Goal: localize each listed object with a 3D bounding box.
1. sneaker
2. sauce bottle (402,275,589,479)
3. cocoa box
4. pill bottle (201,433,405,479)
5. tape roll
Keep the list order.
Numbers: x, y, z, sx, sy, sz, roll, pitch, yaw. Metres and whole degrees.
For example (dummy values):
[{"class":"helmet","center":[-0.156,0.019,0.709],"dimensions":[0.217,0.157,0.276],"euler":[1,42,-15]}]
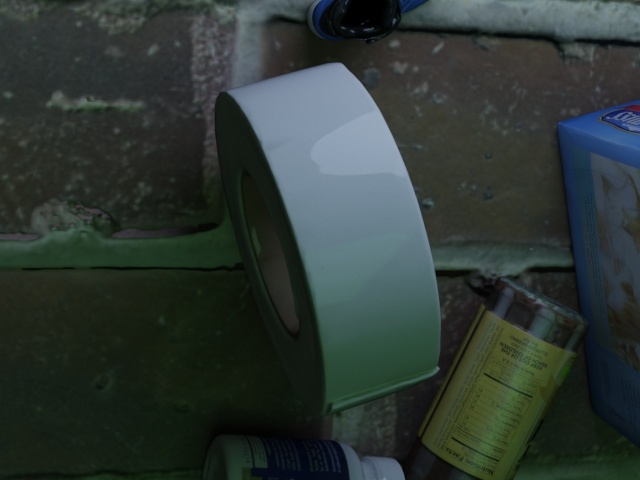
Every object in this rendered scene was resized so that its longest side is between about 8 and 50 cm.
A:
[{"class":"sneaker","center":[0.067,-0.223,0.991],"dimensions":[0.152,0.084,0.058],"euler":[-25,111,-10]},{"class":"sauce bottle","center":[0.152,0.209,1.128],"dimensions":[0.111,0.111,0.344],"euler":[23,99,-22]},{"class":"cocoa box","center":[0.402,0.036,1.089],"dimensions":[0.228,0.231,0.347],"euler":[-16,109,-12]},{"class":"pill bottle","center":[-0.016,0.251,1.083],"dimensions":[0.186,0.112,0.112],"euler":[6,103,-19]},{"class":"tape roll","center":[0.000,0.000,0.924],"dimensions":[0.100,0.286,0.286],"euler":[-17,109,-13]}]
